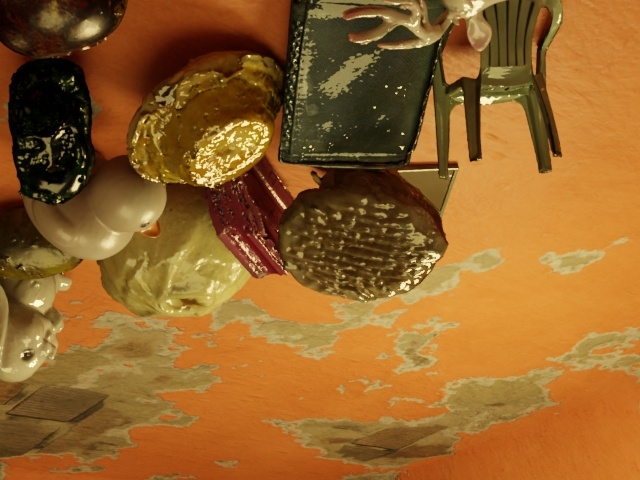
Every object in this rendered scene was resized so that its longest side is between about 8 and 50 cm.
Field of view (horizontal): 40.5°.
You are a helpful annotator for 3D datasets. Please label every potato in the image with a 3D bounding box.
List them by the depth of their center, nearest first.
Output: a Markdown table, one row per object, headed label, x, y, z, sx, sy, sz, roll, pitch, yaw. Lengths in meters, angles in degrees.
| label | x | y | z | sx | sy | sz | roll | pitch | yaw |
| --- | --- | --- | --- | --- | --- | --- | --- | --- | --- |
| potato | -0.568 | 0.004 | 1.711 | 0.251 | 0.113 | 0.150 | -2 | 106 | 2 |

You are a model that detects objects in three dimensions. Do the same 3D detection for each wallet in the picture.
| label | x | y | z | sx | sy | sz | roll | pitch | yaw |
| --- | --- | --- | --- | --- | --- | --- | --- | --- | --- |
| wallet | 0.061 | -0.261 | 1.374 | 0.237 | 0.075 | 0.342 | 2 | 135 | -6 |

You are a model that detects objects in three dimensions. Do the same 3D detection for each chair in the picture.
| label | x | y | z | sx | sy | sz | roll | pitch | yaw |
| --- | --- | --- | --- | --- | --- | --- | --- | --- | --- |
| chair | 0.286 | -0.250 | 1.369 | 0.203 | 0.275 | 0.190 | -5 | 174 | -4 |

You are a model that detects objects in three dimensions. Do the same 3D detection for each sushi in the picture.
| label | x | y | z | sx | sy | sz | roll | pitch | yaw |
| --- | --- | --- | --- | --- | --- | --- | --- | --- | --- |
| sushi | -0.418 | -0.171 | 1.345 | 0.124 | 0.127 | 0.225 | 0 | 106 | -10 |

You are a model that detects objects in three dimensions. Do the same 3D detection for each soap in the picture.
| label | x | y | z | sx | sy | sz | roll | pitch | yaw |
| --- | --- | --- | --- | --- | --- | --- | --- | --- | --- |
| soap | -0.125 | -0.061 | 1.634 | 0.099 | 0.162 | 0.250 | -5 | 143 | 24 |

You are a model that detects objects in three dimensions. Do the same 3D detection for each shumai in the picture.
| label | x | y | z | sx | sy | sz | roll | pitch | yaw |
| --- | --- | --- | --- | --- | --- | --- | --- | --- | --- |
| shumai | 0.102 | -0.051 | 1.615 | 0.314 | 0.262 | 0.267 | 0 | 128 | 25 |

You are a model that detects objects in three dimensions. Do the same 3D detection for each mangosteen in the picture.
| label | x | y | z | sx | sy | sz | roll | pitch | yaw |
| --- | --- | --- | --- | --- | --- | --- | --- | --- | --- |
| mangosteen | -0.358 | -0.346 | 1.125 | 0.192 | 0.192 | 0.217 | -15 | 117 | 16 |

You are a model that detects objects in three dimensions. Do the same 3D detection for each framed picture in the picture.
| label | x | y | z | sx | sy | sz | roll | pitch | yaw |
| --- | --- | --- | --- | --- | --- | --- | --- | --- | --- |
| framed picture | 0.193 | -0.093 | 1.791 | 0.150 | 0.015 | 0.203 | -3 | 149 | -5 |

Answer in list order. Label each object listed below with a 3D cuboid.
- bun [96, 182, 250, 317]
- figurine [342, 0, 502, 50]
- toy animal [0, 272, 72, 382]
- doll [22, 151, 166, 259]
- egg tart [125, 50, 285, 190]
| label | x | y | z | sx | sy | sz | roll | pitch | yaw |
| --- | --- | --- | --- | --- | --- | --- | --- | --- | --- |
| bun | -0.292 | 0.051 | 1.773 | 0.364 | 0.202 | 0.364 | -6 | 152 | -3 |
| figurine | 0.181 | -0.389 | 1.130 | 0.284 | 0.206 | 0.316 | 10 | 141 | -35 |
| toy animal | -0.644 | 0.144 | 1.832 | 0.174 | 0.289 | 0.249 | -7 | 130 | 6 |
| doll | -0.382 | -0.084 | 1.503 | 0.251 | 0.221 | 0.221 | 46 | 130 | -13 |
| egg tart | -0.167 | -0.177 | 1.404 | 0.294 | 0.116 | 0.295 | -27 | 152 | -16 |
